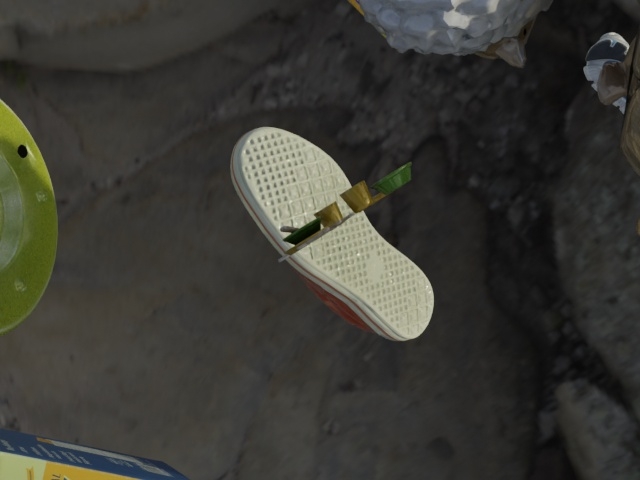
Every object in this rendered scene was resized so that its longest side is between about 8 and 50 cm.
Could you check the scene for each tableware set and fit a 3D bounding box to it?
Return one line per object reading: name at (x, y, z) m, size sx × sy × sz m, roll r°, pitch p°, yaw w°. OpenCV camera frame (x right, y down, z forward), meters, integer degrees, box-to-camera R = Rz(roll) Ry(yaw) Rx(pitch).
tableware set at (0.017, -0.027, 1.253) m, size 0.104 × 0.154 × 0.024 m, roll -31°, pitch 89°, yaw -17°

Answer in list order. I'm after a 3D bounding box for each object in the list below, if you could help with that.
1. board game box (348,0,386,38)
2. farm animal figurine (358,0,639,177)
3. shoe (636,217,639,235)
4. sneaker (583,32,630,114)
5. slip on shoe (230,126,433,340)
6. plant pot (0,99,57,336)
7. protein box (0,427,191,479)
board game box at (0.017, -0.295, 1.491) m, size 0.259 × 0.039 × 0.124 m, roll 39°, pitch 35°, yaw -27°
farm animal figurine at (0.211, -0.095, 0.725) m, size 0.330 × 0.172 × 0.327 m, roll 19°, pitch 28°, yaw 20°
shoe at (0.330, 0.018, 1.095) m, size 0.219 × 0.076 × 0.058 m, roll 24°, pitch 104°, yaw 5°
sneaker at (0.354, -0.147, 1.672) m, size 0.071 × 0.083 × 0.191 m, roll -27°, pitch 106°, yaw 25°
slip on shoe at (0.000, 0.000, 1.719) m, size 0.331 × 0.101 × 0.123 m, roll 46°, pitch 61°, yaw -37°
plant pot at (-0.448, -0.002, 1.435) m, size 0.353 × 0.366 × 0.366 m, roll -11°, pitch 72°, yaw 32°
protein box at (-0.233, 0.265, 1.448) m, size 0.201 × 0.200 × 0.136 m, roll 15°, pitch 86°, yaw -20°
